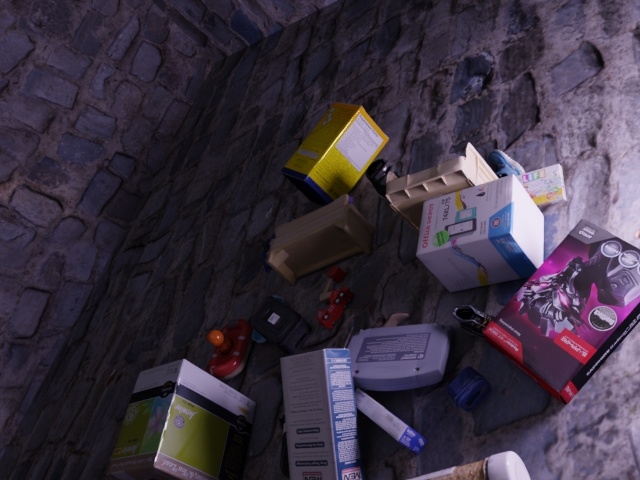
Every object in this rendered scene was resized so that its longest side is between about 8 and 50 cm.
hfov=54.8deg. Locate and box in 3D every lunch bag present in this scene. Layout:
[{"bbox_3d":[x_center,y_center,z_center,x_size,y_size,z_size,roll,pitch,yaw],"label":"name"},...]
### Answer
[{"bbox_3d":[0.356,0.363,1.485,0.098,0.067,0.065,-47,35,2],"label":"lunch bag"}]

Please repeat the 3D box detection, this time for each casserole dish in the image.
[{"bbox_3d":[-0.174,0.280,2.151,0.114,0.037,0.188,-16,45,37],"label":"casserole dish"}]

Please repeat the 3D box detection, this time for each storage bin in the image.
[{"bbox_3d":[0.363,-0.135,1.793,0.262,0.260,0.123,-17,49,36],"label":"storage bin"},{"bbox_3d":[-0.134,0.278,2.030,0.180,0.084,0.122,28,72,39],"label":"storage bin"}]

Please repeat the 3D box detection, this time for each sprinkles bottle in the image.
[{"bbox_3d":[0.273,0.560,1.339,0.355,0.121,0.121,-27,40,27],"label":"sprinkles bottle"}]

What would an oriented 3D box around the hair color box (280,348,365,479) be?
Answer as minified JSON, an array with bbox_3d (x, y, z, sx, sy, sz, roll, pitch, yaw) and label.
[{"bbox_3d":[0.001,0.466,1.602,0.174,0.105,0.347,-20,69,41],"label":"hair color box"}]

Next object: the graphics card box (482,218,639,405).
[{"bbox_3d":[0.578,0.154,1.400,0.371,0.094,0.233,-47,46,-1],"label":"graphics card box"}]

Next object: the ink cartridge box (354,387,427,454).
[{"bbox_3d":[0.169,0.456,1.568,0.046,0.097,0.207,-53,36,-8],"label":"ink cartridge box"}]

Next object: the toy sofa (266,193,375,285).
[{"bbox_3d":[0.000,0.000,2.139,0.362,0.150,0.177,-24,36,30],"label":"toy sofa"}]

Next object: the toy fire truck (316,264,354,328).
[{"bbox_3d":[0.039,0.184,2.009,0.192,0.047,0.135,-55,35,-9],"label":"toy fire truck"}]

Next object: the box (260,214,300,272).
[{"bbox_3d":[-0.148,0.013,2.382,0.225,0.036,0.136,-41,36,11],"label":"box"}]

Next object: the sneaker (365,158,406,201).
[{"bbox_3d":[0.258,-0.189,2.050,0.105,0.147,0.295,-53,37,-11],"label":"sneaker"}]

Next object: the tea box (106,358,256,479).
[{"bbox_3d":[-0.400,0.585,1.843,0.220,0.329,0.324,-22,42,31],"label":"tea box"}]

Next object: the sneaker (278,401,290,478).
[{"bbox_3d":[-0.052,0.511,1.754,0.146,0.122,0.331,-30,36,53],"label":"sneaker"}]

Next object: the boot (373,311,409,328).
[{"bbox_3d":[0.202,0.258,1.779,0.118,0.042,0.087,-20,50,35],"label":"boot"}]

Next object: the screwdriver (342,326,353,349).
[{"bbox_3d":[0.065,0.332,1.863,0.025,0.024,0.170,11,59,19],"label":"screwdriver"}]

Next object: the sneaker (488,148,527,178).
[{"bbox_3d":[0.545,-0.217,1.847,0.073,0.063,0.162,-45,35,9],"label":"sneaker"}]

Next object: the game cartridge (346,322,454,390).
[{"bbox_3d":[0.198,0.311,1.644,0.294,0.060,0.196,-9,29,31],"label":"game cartridge"}]

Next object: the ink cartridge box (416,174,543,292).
[{"bbox_3d":[0.428,-0.011,1.654,0.270,0.197,0.198,-17,45,37],"label":"ink cartridge box"}]

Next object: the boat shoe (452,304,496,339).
[{"bbox_3d":[0.417,0.214,1.549,0.183,0.083,0.065,8,63,49],"label":"boat shoe"}]

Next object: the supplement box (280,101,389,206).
[{"bbox_3d":[0.054,-0.325,2.354,0.356,0.194,0.195,-53,35,-8],"label":"supplement box"}]

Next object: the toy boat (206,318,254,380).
[{"bbox_3d":[-0.334,0.364,2.140,0.151,0.151,0.231,-15,46,38],"label":"toy boat"}]

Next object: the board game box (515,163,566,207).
[{"bbox_3d":[0.599,-0.142,1.722,0.154,0.026,0.103,-17,63,37],"label":"board game box"}]
